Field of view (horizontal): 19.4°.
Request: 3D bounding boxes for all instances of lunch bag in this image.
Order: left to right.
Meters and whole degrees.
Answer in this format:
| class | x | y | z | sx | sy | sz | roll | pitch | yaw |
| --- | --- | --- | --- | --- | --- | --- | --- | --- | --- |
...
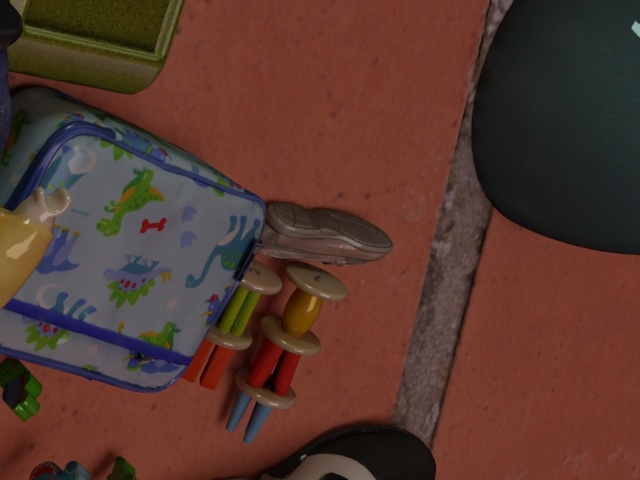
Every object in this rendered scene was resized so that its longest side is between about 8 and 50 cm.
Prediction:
| class | x | y | z | sx | sy | sz | roll | pitch | yaw |
| --- | --- | --- | --- | --- | --- | --- | --- | --- | --- |
| lunch bag | -0.151 | 0.008 | 1.270 | 0.219 | 0.090 | 0.176 | 26 | 98 | -48 |

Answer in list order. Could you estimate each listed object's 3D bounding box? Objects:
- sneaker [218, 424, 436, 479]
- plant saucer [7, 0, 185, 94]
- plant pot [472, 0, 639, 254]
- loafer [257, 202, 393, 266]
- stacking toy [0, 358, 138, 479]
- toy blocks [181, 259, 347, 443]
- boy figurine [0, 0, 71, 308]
| class | x | y | z | sx | sy | sz | roll | pitch | yaw |
| --- | --- | --- | --- | --- | --- | --- | --- | --- | --- |
| sneaker | -0.006 | 0.251 | 1.523 | 0.330 | 0.146 | 0.122 | -16 | 123 | -39 |
| plant saucer | -0.137 | -0.185 | 1.170 | 0.188 | 0.045 | 0.188 | 6 | 105 | -52 |
| plant pot | 0.297 | -0.103 | 1.553 | 0.290 | 0.195 | 0.290 | -23 | 129 | -32 |
| loafer | 0.000 | 0.000 | 1.451 | 0.125 | 0.045 | 0.039 | 12 | 123 | -41 |
| stacking toy | -0.185 | 0.210 | 1.298 | 0.052 | 0.221 | 0.167 | -18 | 136 | 17 |
| toy blocks | -0.057 | 0.088 | 1.435 | 0.123 | 0.054 | 0.148 | 8 | 115 | -43 |
| boy figurine | -0.240 | -0.012 | 1.114 | 0.177 | 0.092 | 0.285 | 2 | 118 | -19 |
